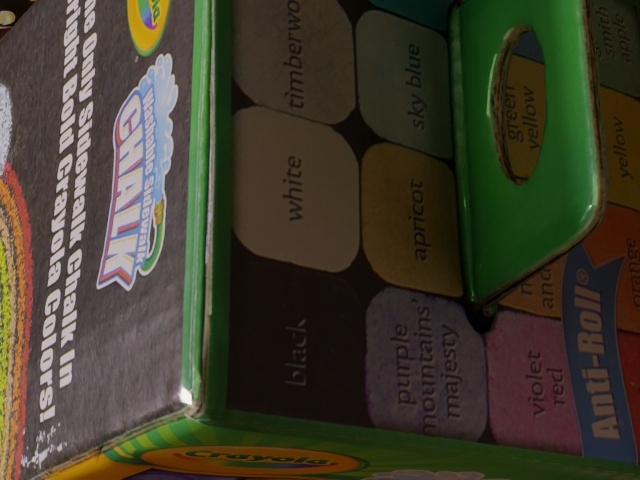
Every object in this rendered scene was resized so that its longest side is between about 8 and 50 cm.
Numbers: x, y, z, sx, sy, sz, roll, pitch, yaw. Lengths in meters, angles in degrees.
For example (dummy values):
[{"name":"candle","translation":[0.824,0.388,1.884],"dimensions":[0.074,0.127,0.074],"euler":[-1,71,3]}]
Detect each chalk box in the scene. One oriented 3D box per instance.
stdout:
[{"name":"chalk box","translation":[0.000,0.000,0.455],"dimensions":[0.289,0.179,0.180],"euler":[-27,57,50]}]

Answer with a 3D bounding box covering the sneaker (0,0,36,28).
[{"name":"sneaker","translation":[-0.267,-0.276,1.001],"dimensions":[0.385,0.145,0.147],"euler":[-117,29,-56]}]
